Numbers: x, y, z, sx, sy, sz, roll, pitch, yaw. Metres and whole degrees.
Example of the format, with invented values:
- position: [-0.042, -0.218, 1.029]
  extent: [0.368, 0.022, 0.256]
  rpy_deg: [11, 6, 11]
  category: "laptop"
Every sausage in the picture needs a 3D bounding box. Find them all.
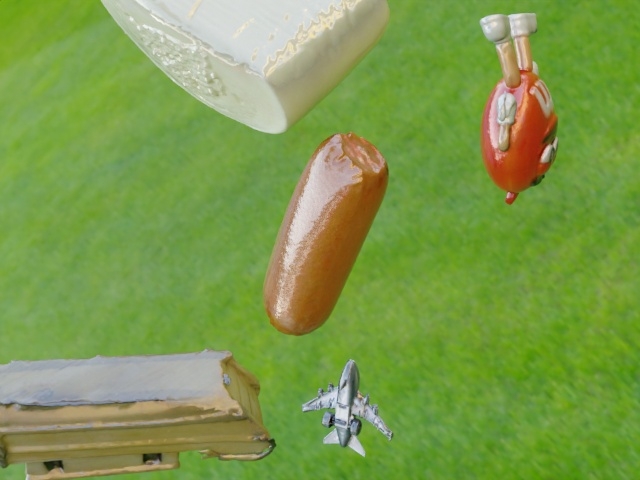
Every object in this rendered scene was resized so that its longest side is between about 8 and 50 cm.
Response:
- position: [0.000, 0.000, 1.047]
  extent: [0.076, 0.076, 0.197]
  rpy_deg: [-93, 20, -55]
  category: "sausage"

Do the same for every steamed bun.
- position: [-0.072, -0.226, 1.167]
  extent: [0.200, 0.250, 0.155]
  rpy_deg: [-50, -6, -18]
  category: "steamed bun"

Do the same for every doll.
- position: [0.219, -0.143, 1.351]
  extent: [0.085, 0.217, 0.183]
  rpy_deg: [2, 12, 23]
  category: "doll"

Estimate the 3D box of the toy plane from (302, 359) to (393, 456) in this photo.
- position: [0.021, 0.132, 0.960]
  extent: [0.078, 0.083, 0.031]
  rpy_deg: [13, 33, 19]
  category: "toy plane"

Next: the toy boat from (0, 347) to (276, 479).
- position: [-0.281, 0.212, 1.436]
  extent: [0.136, 0.445, 0.162]
  rpy_deg: [-106, 21, -47]
  category: "toy boat"
